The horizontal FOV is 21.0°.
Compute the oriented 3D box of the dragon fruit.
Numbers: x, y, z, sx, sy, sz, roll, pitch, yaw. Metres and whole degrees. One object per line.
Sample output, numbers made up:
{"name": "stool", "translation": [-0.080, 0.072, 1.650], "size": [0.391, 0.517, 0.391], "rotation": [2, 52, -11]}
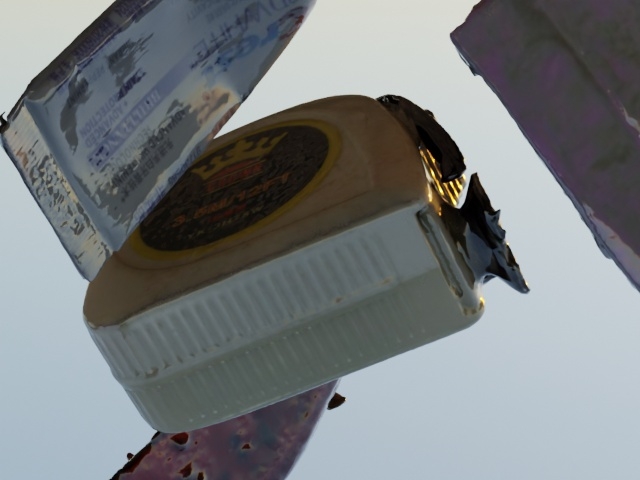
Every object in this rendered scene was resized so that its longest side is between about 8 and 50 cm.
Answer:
{"name": "dragon fruit", "translation": [-0.072, 0.169, 1.394], "size": [0.343, 0.100, 0.282], "rotation": [-46, 174, -16]}

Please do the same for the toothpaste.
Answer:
{"name": "toothpaste", "translation": [-0.066, -0.113, 0.944], "size": [0.282, 0.099, 0.068], "rotation": [-52, -164, -30]}

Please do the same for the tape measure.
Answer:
{"name": "tape measure", "translation": [0.000, 0.000, 1.103], "size": [0.271, 0.133, 0.231], "rotation": [-23, -155, 16]}

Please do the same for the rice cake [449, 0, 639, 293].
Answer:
{"name": "rice cake", "translation": [0.184, -0.028, 0.875], "size": [0.106, 0.298, 0.050], "rotation": [-39, 168, 8]}
